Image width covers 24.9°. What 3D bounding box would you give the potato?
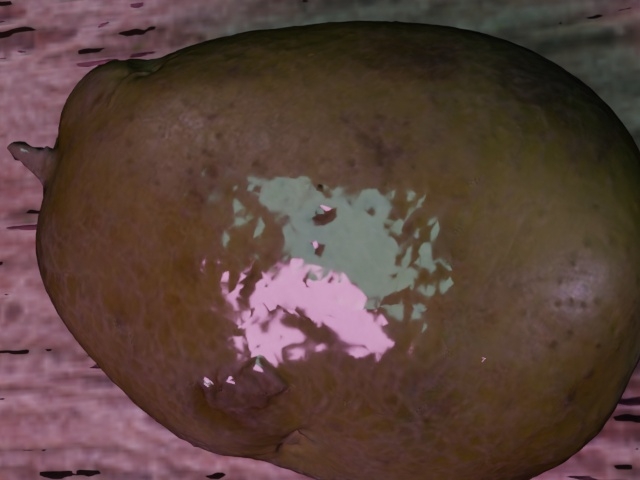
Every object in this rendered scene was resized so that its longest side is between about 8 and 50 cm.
[{"bbox_3d":[0.000,0.000,0.552,0.251,0.159,0.174,13,60,4],"label":"potato"}]
